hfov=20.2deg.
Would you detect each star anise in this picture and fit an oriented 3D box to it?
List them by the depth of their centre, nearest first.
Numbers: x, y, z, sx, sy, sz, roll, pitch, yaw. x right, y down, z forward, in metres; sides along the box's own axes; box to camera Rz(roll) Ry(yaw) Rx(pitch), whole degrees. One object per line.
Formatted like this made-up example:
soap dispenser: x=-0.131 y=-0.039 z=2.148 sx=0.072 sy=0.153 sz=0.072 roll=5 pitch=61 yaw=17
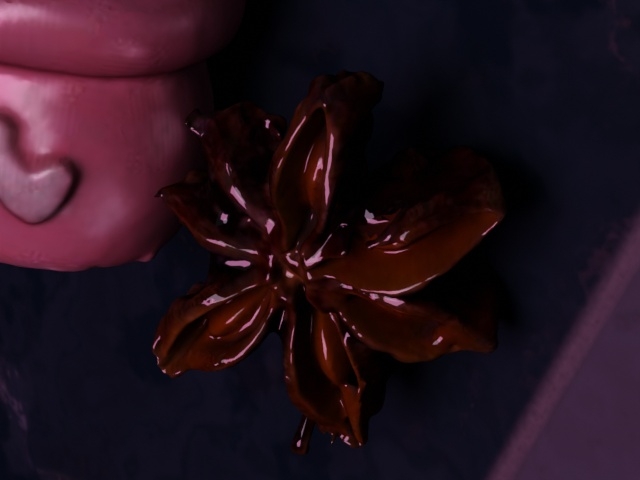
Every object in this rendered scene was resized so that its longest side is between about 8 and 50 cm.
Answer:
star anise: x=0.000 y=0.000 z=0.970 sx=0.190 sy=0.126 sz=0.220 roll=41 pitch=126 yaw=-22

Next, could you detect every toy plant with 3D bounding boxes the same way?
toy plant: x=-0.117 y=-0.166 z=1.008 sx=0.317 sy=0.210 sz=0.356 roll=13 pitch=110 yaw=5
